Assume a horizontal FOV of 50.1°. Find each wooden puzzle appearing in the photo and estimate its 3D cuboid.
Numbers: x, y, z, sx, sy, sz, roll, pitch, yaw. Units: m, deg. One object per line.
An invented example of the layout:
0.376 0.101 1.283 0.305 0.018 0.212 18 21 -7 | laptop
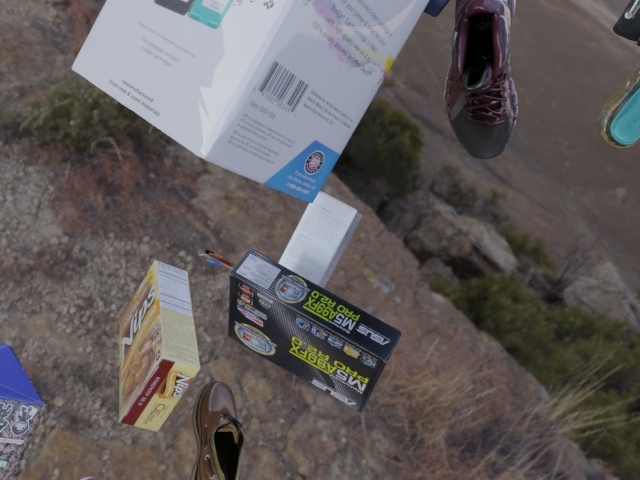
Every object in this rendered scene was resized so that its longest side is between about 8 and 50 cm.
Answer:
-0.192 0.033 1.273 0.078 0.014 0.116 23 1 -22 | wooden puzzle

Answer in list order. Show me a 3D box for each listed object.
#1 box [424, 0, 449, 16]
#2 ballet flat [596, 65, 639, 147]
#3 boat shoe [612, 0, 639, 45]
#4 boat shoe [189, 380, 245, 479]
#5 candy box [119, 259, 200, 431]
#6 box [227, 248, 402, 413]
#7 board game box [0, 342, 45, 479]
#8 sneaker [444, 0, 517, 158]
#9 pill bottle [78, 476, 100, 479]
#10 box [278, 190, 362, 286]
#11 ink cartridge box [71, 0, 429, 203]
0.126 -0.517 0.812 0.293 0.395 0.212 26 67 -7 | box
0.684 -0.333 1.357 0.123 0.348 0.123 37 17 -13 | ballet flat
0.574 -0.462 1.105 0.091 0.302 0.114 25 0 16 | boat shoe
-0.204 0.417 1.449 0.110 0.104 0.307 27 34 -29 | boat shoe
-0.338 0.207 1.411 0.087 0.183 0.316 24 24 -29 | candy box
-0.020 0.151 1.098 0.270 0.216 0.060 29 56 10 | box
-0.557 0.313 1.010 0.141 0.291 0.232 24 1 -39 | board game box
0.214 -0.208 0.943 0.106 0.281 0.162 0 37 18 | sneaker
-0.422 0.586 1.402 0.221 0.124 0.124 17 25 26 | pill bottle
0.000 0.000 1.345 0.091 0.170 0.130 28 1 8 | box
-0.053 -0.213 0.662 0.197 0.270 0.198 34 7 28 | ink cartridge box
